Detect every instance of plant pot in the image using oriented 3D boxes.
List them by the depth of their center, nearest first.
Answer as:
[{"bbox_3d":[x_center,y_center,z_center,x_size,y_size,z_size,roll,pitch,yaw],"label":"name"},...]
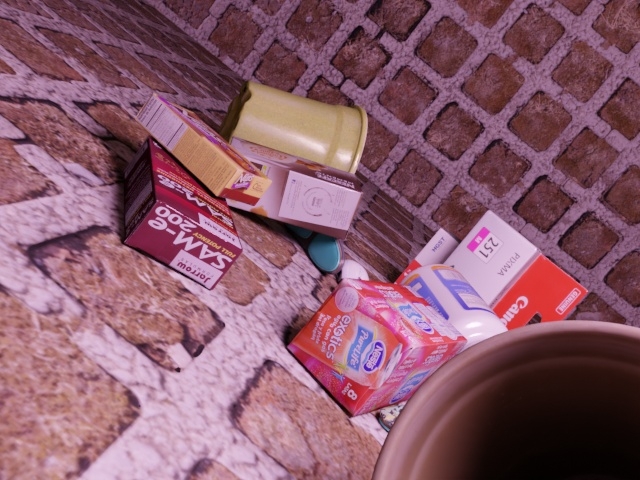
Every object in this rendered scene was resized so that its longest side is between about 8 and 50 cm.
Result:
[{"bbox_3d":[0.231,0.266,0.596,0.323,0.323,0.280,47,-1,35],"label":"plant pot"},{"bbox_3d":[-0.078,-0.209,1.489,0.253,0.276,0.276,21,18,-19],"label":"plant pot"}]

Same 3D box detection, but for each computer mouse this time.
[{"bbox_3d":[0.065,0.075,1.306,0.106,0.042,0.193,34,13,-16],"label":"computer mouse"}]

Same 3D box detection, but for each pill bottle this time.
[{"bbox_3d":[0.239,0.166,1.226,0.152,0.152,0.272,32,15,-26],"label":"pill bottle"}]

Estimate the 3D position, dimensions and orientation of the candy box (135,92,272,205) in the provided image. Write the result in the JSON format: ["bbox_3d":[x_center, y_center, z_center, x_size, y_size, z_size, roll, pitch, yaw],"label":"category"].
[{"bbox_3d":[-0.169,-0.130,1.013,0.186,0.053,0.109,43,11,21],"label":"candy box"}]

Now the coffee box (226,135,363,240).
[{"bbox_3d":[-0.059,-0.098,1.272,0.246,0.098,0.141,17,18,-8],"label":"coffee box"}]

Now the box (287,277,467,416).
[{"bbox_3d":[0.087,0.140,0.949,0.128,0.123,0.257,43,13,23],"label":"box"}]

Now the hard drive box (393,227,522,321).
[{"bbox_3d":[0.295,0.118,1.491,0.232,0.181,0.089,44,14,28],"label":"hard drive box"}]

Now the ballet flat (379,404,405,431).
[{"bbox_3d":[0.161,0.248,0.913,0.188,0.070,0.070,32,14,-26],"label":"ballet flat"}]

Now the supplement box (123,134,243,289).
[{"bbox_3d":[-0.191,-0.044,0.936,0.130,0.073,0.239,32,15,-28],"label":"supplement box"}]

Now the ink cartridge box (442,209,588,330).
[{"bbox_3d":[0.339,0.121,1.378,0.239,0.275,0.060,44,13,27],"label":"ink cartridge box"}]

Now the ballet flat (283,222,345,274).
[{"bbox_3d":[0.000,0.000,1.335,0.074,0.074,0.203,25,16,-47],"label":"ballet flat"}]
